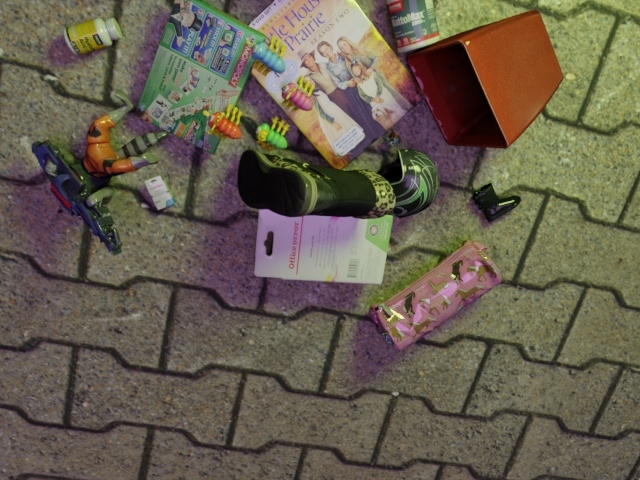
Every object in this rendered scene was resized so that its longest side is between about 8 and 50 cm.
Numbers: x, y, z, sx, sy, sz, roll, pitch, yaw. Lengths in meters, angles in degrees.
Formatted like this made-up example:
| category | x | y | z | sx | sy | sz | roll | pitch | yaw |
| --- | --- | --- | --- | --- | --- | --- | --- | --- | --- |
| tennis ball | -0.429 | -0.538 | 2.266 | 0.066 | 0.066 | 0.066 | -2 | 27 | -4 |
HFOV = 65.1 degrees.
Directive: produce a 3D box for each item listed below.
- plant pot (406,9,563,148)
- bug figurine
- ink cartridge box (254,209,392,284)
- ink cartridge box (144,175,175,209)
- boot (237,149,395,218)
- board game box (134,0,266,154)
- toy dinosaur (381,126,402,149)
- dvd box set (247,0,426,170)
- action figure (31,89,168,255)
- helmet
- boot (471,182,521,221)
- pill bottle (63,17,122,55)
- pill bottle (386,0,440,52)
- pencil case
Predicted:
| category | x | y | z | sx | sy | sz | roll | pitch | yaw |
| --- | --- | --- | --- | --- | --- | --- | --- | --- | --- |
| plant pot | 0.416 | -0.404 | 1.225 | 0.236 | 0.267 | 0.267 | -35 | 110 | -8 |
| bug figurine | -0.135 | -0.324 | 1.188 | 0.216 | 0.072 | 0.279 | 25 | 115 | -30 |
| ink cartridge box | 0.000 | 0.000 | 1.375 | 0.354 | 0.119 | 0.207 | 4 | 109 | -9 |
| ink cartridge box | -0.425 | -0.130 | 1.329 | 0.048 | 0.028 | 0.083 | -21 | 110 | 1 |
| boot | -0.024 | -0.136 | 1.246 | 0.284 | 0.377 | 0.138 | 0 | 103 | -33 |
| board game box | -0.292 | -0.393 | 1.205 | 0.214 | 0.046 | 0.317 | 26 | 116 | -11 |
| toy dinosaur | 0.199 | -0.269 | 1.326 | 0.047 | 0.082 | 0.090 | 44 | 139 | 6 |
| dvd box set | 0.022 | -0.424 | 1.260 | 0.308 | 0.062 | 0.420 | -40 | 109 | 8 |
| action figure | -0.517 | -0.142 | 1.229 | 0.330 | 0.178 | 0.341 | -34 | 87 | 23 |
| helmet | 0.234 | -0.155 | 1.328 | 0.162 | 0.169 | 0.169 | -39 | 109 | 23 |
| boot | 0.501 | -0.120 | 1.433 | 0.121 | 0.045 | 0.099 | -34 | 107 | 7 |
| pill bottle | -0.531 | -0.481 | 1.175 | 0.116 | 0.065 | 0.065 | -18 | 110 | 0 |
| pill bottle | 0.218 | -0.559 | 1.212 | 0.108 | 0.108 | 0.180 | -18 | 110 | 0 |
| pencil case | 0.332 | 0.158 | 1.452 | 0.386 | 0.167 | 0.160 | -35 | 74 | 6 |
